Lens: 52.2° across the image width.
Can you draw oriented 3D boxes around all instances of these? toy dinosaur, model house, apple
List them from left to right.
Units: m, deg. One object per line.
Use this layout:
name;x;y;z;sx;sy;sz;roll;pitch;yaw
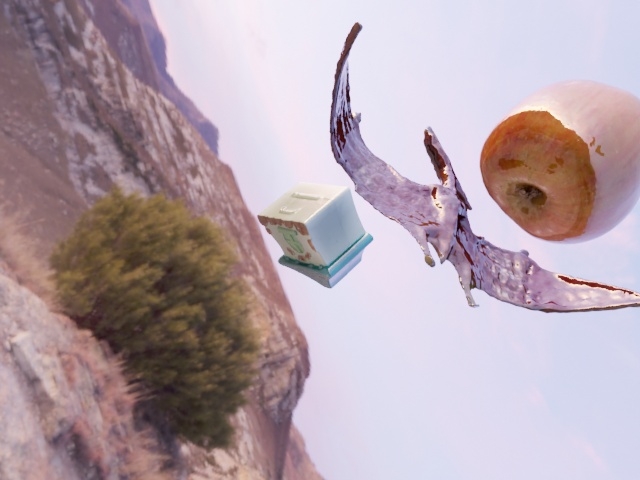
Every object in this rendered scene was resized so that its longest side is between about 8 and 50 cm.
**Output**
model house;0.000;0.000;0.968;0.127;0.100;0.148;11;-44;50
toy dinosaur;0.139;-0.031;0.562;0.327;0.207;0.113;51;-57;6
apple;0.387;-0.129;1.019;0.242;0.241;0.242;38;-28;24
